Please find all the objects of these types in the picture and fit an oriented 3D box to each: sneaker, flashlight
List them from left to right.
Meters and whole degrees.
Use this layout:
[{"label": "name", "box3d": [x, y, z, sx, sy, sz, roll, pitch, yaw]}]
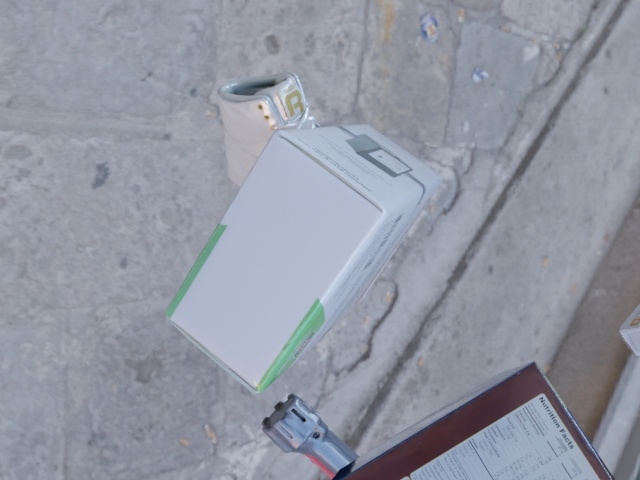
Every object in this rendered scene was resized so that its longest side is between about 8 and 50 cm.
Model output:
[{"label": "sneaker", "box3d": [-0.020, -0.122, 0.965, 0.108, 0.292, 0.169, -47, 144, -36]}, {"label": "flashlight", "box3d": [0.030, 0.390, 1.258, 0.304, 0.103, 0.103, 42, 81, -8]}]

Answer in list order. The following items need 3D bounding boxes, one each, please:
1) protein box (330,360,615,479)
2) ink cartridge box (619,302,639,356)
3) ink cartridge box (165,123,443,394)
[{"label": "protein box", "box3d": [0.129, 0.222, 0.671, 0.201, 0.136, 0.200, -30, 166, -3]}, {"label": "ink cartridge box", "box3d": [0.663, 0.050, 1.146, 0.303, 0.307, 0.072, -38, 96, -28]}, {"label": "ink cartridge box", "box3d": [0.000, 0.000, 0.764, 0.211, 0.121, 0.289, -56, 170, 18]}]
